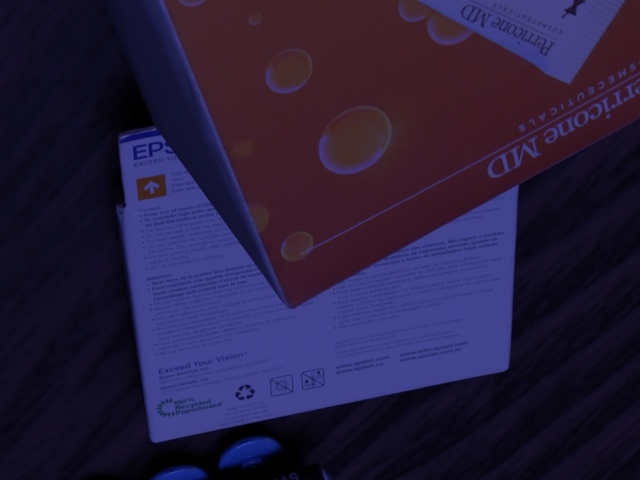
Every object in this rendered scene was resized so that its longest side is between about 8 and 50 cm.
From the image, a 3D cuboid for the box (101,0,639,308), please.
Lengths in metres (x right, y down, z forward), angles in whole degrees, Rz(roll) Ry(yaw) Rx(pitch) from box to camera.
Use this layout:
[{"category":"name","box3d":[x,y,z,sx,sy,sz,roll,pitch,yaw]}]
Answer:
[{"category":"box","box3d":[-0.001,-0.179,0.757,0.215,0.168,0.345,-29,134,-8]}]

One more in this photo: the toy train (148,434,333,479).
[{"category":"toy train","box3d":[-0.076,0.189,1.138,0.184,0.080,0.105,-18,139,-3]}]

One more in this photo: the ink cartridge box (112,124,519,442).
[{"category":"ink cartridge box","box3d":[0.000,0.000,1.018,0.223,0.045,0.224,-10,130,-11]}]
